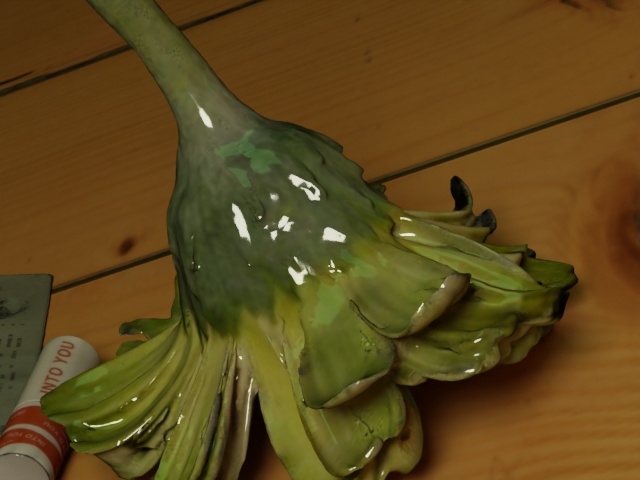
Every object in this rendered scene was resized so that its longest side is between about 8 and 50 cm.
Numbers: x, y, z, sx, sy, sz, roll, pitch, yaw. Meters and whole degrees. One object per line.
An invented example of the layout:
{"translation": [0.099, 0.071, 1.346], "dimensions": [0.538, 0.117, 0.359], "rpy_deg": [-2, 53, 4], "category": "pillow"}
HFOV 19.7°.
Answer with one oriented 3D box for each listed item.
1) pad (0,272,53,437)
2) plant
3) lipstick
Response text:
{"translation": [-0.259, 0.075, 1.179], "dimensions": [0.159, 0.009, 0.265], "rpy_deg": [-1, 24, -3], "category": "pad"}
{"translation": [-0.005, -0.005, 0.970], "dimensions": [0.261, 0.297, 0.306], "rpy_deg": [-3, -12, -42], "category": "plant"}
{"translation": [-0.158, 0.103, 1.058], "dimensions": [0.038, 0.038, 0.130], "rpy_deg": [-17, 24, 14], "category": "lipstick"}
